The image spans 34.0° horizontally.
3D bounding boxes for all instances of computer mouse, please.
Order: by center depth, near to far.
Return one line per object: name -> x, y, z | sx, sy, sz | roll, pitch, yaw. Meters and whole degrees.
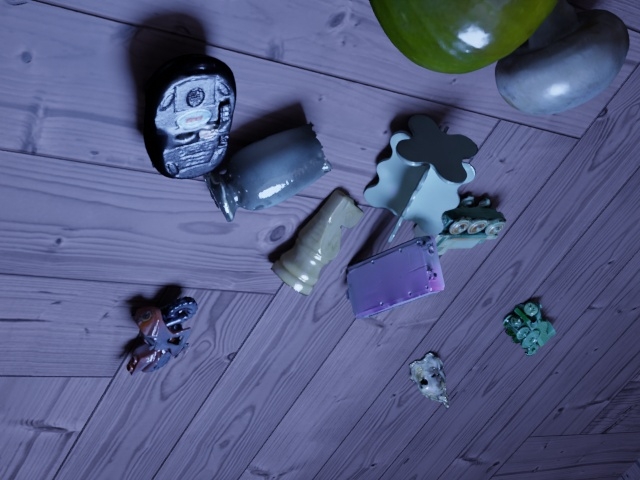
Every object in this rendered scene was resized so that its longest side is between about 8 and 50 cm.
computer mouse -> -0.204, -0.195, 1.579 | 0.137, 0.096, 0.233 | -9, 142, -20

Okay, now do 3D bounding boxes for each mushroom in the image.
mushroom -> 0.392, -0.338, 1.772 | 0.243, 0.243, 0.243 | -19, 141, -16

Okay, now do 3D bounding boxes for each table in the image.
table -> 0.178, -0.102, 1.914 | 0.166, 0.166, 0.198 | -9, 146, -28

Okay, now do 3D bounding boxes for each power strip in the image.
power strip -> 0.138, 0.074, 2.016 | 0.037, 0.109, 0.279 | -4, 167, -34

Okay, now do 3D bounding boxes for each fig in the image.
fig -> 0.179, -0.405, 1.467 | 0.316, 0.316, 0.316 | -19, 141, -16

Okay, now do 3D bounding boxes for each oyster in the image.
oyster -> 0.265, 0.339, 2.562 | 0.106, 0.061, 0.200 | -6, 137, -4

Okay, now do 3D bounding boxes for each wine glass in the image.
wine glass -> -0.088, -0.113, 1.737 | 0.204, 0.111, 0.111 | -25, 143, -5

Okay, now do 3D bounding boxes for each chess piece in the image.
chess piece -> 0.000, 0.000, 1.964 | 0.090, 0.090, 0.200 | 26, 104, -49

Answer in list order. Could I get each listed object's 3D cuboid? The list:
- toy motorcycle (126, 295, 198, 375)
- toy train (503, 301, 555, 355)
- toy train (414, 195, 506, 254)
toy motorcycle -> -0.308, 0.178, 1.939 | 0.118, 0.084, 0.212 | -9, 143, -40
toy train -> 0.513, 0.214, 2.566 | 0.104, 0.071, 0.178 | -41, 144, -1
toy train -> 0.287, -0.028, 2.132 | 0.194, 0.081, 0.125 | 0, 143, -39
